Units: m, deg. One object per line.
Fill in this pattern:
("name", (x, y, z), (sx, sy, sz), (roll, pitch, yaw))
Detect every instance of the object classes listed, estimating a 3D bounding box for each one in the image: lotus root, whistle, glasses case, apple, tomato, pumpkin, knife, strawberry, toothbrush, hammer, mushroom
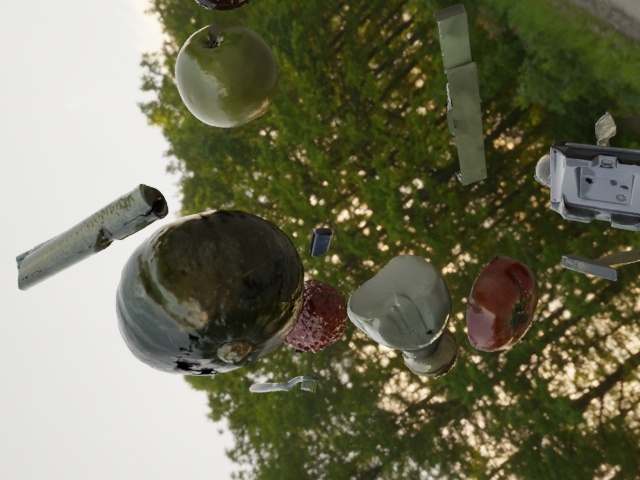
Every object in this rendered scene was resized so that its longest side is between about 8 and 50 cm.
("lotus root", (0.676, -0.202, 1.619), (0.120, 0.120, 0.209), (43, 163, -10))
("whistle", (-0.406, -0.002, 0.987), (0.057, 0.327, 0.067), (13, -125, -67))
("glasses case", (0.000, 0.000, 1.019), (0.034, 0.083, 0.023), (-10, -117, -13))
("apple", (-0.266, -0.470, 1.630), (0.254, 0.292, 0.291), (66, 179, -51))
("tomato", (0.408, 0.147, 1.255), (0.085, 0.224, 0.225), (19, 179, 42))
("pumpkin", (-0.250, 0.133, 1.354), (0.455, 0.454, 0.343), (14, -141, -54))
("knife", (0.611, -0.220, 1.222), (0.298, 0.047, 0.017), (20, -133, -58))
("strawberry", (-0.026, 0.210, 1.651), (0.234, 0.234, 0.178), (51, 168, 11))
("toothbrush", (-0.097, 0.347, 1.367), (0.028, 0.375, 0.037), (19, -112, -23))
("hammer", (0.331, 0.009, 0.544), (0.062, 0.199, 0.013), (-148, 50, -69))
("mushroom", (0.159, 0.148, 1.004), (0.328, 0.159, 0.122), (59, -162, -53))

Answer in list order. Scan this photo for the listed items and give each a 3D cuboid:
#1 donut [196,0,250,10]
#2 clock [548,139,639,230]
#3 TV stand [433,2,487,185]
("donut", (-0.257, -0.707, 1.466), (0.231, 0.215, 0.096), (2, 175, -16))
("clock", (0.625, -0.123, 1.252), (0.083, 0.253, 0.186), (-51, -42, -32))
("TV stand", (0.172, -0.163, 0.694), (0.249, 0.036, 0.042), (66, -170, -47))
